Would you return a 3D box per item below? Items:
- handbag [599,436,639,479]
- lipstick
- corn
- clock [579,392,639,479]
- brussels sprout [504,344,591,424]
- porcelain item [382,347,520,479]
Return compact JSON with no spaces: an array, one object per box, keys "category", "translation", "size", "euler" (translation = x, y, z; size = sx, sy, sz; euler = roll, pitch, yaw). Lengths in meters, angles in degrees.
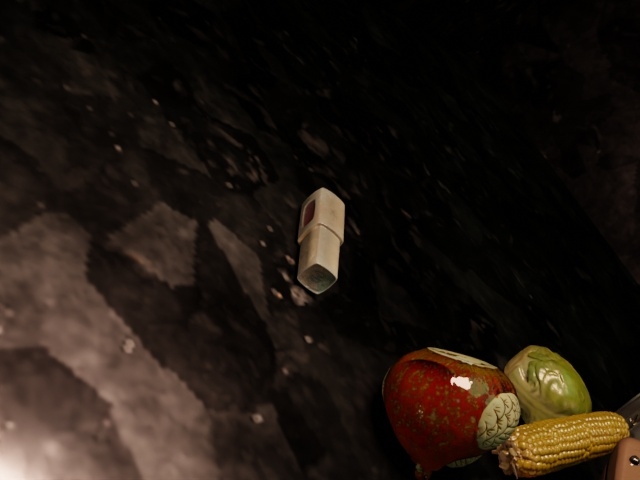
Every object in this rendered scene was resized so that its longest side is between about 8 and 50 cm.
[{"category":"handbag","translation":[0.617,0.573,1.548],"size":[0.149,0.283,0.301],"euler":[12,49,14]},{"category":"lipstick","translation":[0.000,0.000,1.560],"size":[0.077,0.079,0.252],"euler":[38,30,-22]},{"category":"corn","translation":[0.501,0.412,1.605],"size":[0.305,0.106,0.106],"euler":[-6,53,-22]},{"category":"clock","translation":[0.725,0.427,1.801],"size":[0.067,0.325,0.325],"euler":[50,26,14]},{"category":"brussels sprout","translation":[0.526,0.344,1.791],"size":[0.223,0.161,0.223],"euler":[36,36,-31]},{"category":"porcelain item","translation":[0.216,0.311,1.375],"size":[0.253,0.253,0.253],"euler":[35,30,-24]}]
